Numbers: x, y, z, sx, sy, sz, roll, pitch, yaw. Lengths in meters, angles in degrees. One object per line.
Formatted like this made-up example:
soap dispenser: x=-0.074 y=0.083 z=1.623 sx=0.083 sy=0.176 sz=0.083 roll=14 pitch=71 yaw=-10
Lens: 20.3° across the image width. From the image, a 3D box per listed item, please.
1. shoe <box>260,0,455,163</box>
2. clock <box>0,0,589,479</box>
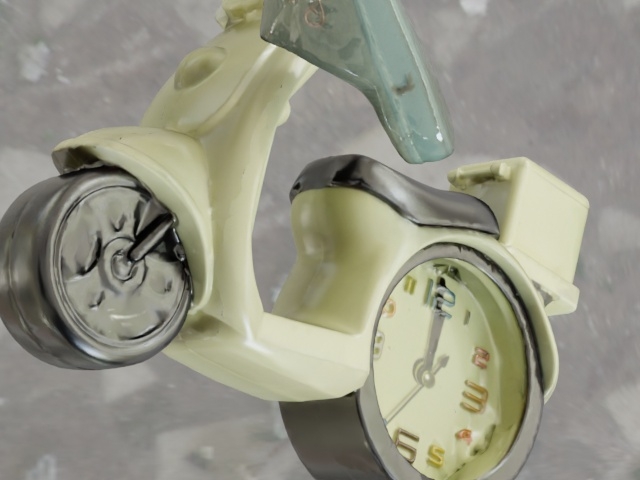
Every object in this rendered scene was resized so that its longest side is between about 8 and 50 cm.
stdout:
shoe: x=0.003 y=-0.119 z=0.917 sx=0.078 sy=0.079 sz=0.195 roll=-26 pitch=107 yaw=10
clock: x=0.000 y=0.000 z=1.037 sx=0.120 sy=0.379 sz=0.276 roll=-6 pitch=59 yaw=45
